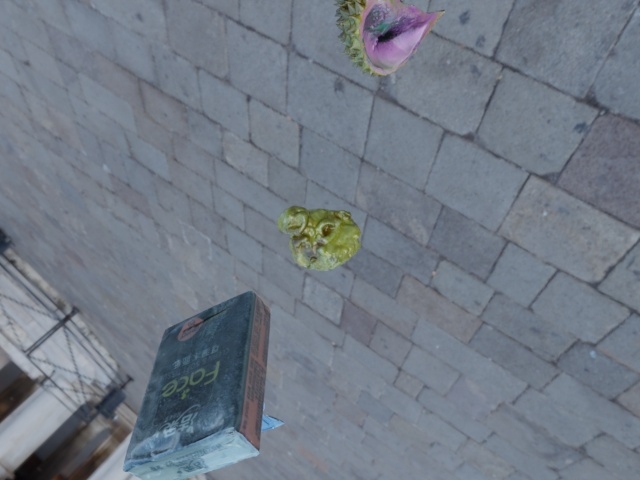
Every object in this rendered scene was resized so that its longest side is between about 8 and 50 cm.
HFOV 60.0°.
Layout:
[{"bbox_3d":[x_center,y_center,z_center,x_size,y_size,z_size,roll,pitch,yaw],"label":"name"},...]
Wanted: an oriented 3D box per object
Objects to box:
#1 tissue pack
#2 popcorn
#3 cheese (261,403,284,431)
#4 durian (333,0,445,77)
[{"bbox_3d":[-0.204,0.258,0.996,0.228,0.315,0.103,-26,123,18],"label":"tissue pack"},{"bbox_3d":[0.000,0.000,1.878,0.286,0.225,0.174,6,150,-26],"label":"popcorn"},{"bbox_3d":[-0.201,0.459,1.489,0.135,0.052,0.244,-20,134,15],"label":"cheese"},{"bbox_3d":[0.115,-0.423,1.136,0.154,0.186,0.260,5,176,41],"label":"durian"}]
